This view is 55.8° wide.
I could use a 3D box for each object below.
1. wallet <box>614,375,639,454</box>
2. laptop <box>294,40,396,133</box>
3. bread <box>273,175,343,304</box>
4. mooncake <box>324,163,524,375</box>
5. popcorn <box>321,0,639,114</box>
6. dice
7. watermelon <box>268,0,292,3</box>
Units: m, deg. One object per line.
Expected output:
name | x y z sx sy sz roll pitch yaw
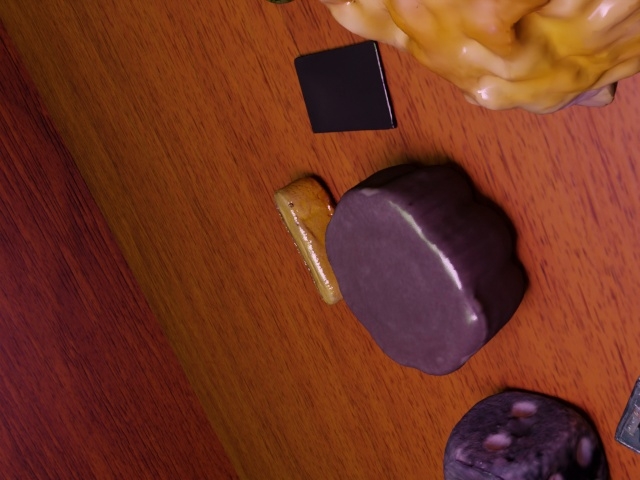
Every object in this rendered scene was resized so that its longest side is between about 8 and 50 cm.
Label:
wallet | 0.440 0.246 0.790 0.088 0.026 0.129 32 140 37
laptop | 0.036 -0.238 0.961 0.197 0.016 0.135 10 123 49
bread | 0.000 0.000 1.139 0.246 0.094 0.102 64 157 -6
mooncake | 0.152 0.037 0.897 0.306 0.154 0.306 35 142 33
popcorn | 0.164 -0.277 0.434 0.390 0.344 0.354 -44 54 55
dice | 0.309 0.352 0.915 0.181 0.183 0.182 2 119 52
watermelon | -0.060 -0.398 0.882 0.109 0.109 0.109 34 141 34
